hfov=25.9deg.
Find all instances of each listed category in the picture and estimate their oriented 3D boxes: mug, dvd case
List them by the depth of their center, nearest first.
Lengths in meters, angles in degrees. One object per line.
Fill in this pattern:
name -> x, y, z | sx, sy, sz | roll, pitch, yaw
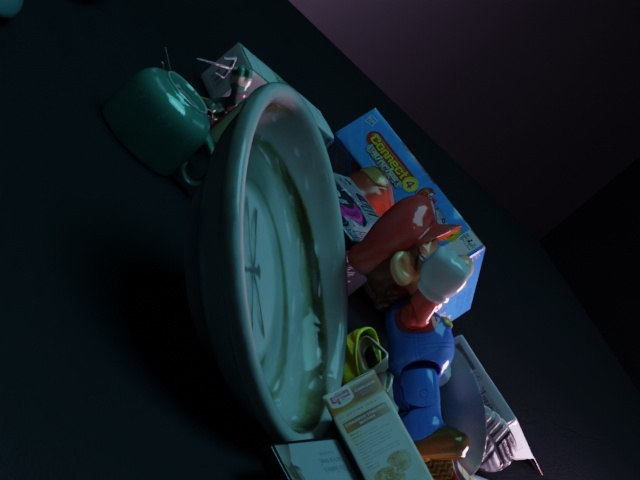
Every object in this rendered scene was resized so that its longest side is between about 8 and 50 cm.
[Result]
dvd case -> 0.037, 0.312, 1.393 | 0.253, 0.022, 0.180 | 60, 15, 16
mug -> -0.200, -0.158, 1.845 | 0.157, 0.097, 0.129 | 36, 18, -43

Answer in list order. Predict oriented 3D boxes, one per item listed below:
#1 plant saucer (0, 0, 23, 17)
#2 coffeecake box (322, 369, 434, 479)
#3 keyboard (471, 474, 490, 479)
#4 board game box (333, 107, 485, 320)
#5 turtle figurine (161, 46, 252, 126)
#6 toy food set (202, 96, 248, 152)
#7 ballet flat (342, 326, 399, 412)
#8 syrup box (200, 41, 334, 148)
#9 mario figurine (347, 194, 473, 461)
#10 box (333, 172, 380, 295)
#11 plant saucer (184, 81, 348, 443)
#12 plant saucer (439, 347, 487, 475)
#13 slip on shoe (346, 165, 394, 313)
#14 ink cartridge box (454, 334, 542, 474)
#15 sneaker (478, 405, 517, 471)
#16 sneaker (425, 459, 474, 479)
plant saucer -> -0.474, -0.406, 1.710 | 0.317, 0.043, 0.317 | 46, 13, -13
coffeecake box -> 0.080, 0.255, 1.532 | 0.185, 0.068, 0.142 | 61, -4, 27
keyboard -> 0.238, 0.362, 1.986 | 0.256, 0.014, 0.072 | 30, 24, -55
board game box -> 0.142, -0.026, 2.353 | 0.302, 0.086, 0.308 | 54, -12, 18
turtle figurine -> -0.168, -0.197, 2.045 | 0.175, 0.118, 0.234 | 9, -12, 31
toy food set -> -0.094, -0.131, 1.957 | 0.111, 0.104, 0.232 | 44, -9, 19
ballet flat -> 0.064, 0.184, 1.784 | 0.077, 0.077, 0.231 | 44, 14, -27
syrup box -> -0.088, -0.228, 2.412 | 0.237, 0.096, 0.093 | 38, 19, -42
mario figurine -> 0.144, 0.102, 1.684 | 0.170, 0.198, 0.321 | -1, 83, -41
box -> -0.016, 0.000, 1.851 | 0.142, 0.163, 0.247 | 53, 13, 13
plant saucer -> -0.066, 0.031, 1.523 | 0.400, 0.100, 0.401 | -5, 90, -75
plant saucer -> 0.151, 0.224, 1.843 | 0.037, 0.195, 0.195 | -10, 49, -27
slip on shoe -> 0.107, 0.021, 2.169 | 0.123, 0.101, 0.331 | 36, -23, 49
ink cartridge box -> 0.281, 0.287, 2.311 | 0.189, 0.066, 0.232 | 59, -5, 37
sneaker -> 0.195, 0.239, 2.050 | 0.228, 0.086, 0.132 | 41, 13, -27
sneaker -> 0.162, 0.314, 1.788 | 0.185, 0.069, 0.084 | 54, 0, 13
